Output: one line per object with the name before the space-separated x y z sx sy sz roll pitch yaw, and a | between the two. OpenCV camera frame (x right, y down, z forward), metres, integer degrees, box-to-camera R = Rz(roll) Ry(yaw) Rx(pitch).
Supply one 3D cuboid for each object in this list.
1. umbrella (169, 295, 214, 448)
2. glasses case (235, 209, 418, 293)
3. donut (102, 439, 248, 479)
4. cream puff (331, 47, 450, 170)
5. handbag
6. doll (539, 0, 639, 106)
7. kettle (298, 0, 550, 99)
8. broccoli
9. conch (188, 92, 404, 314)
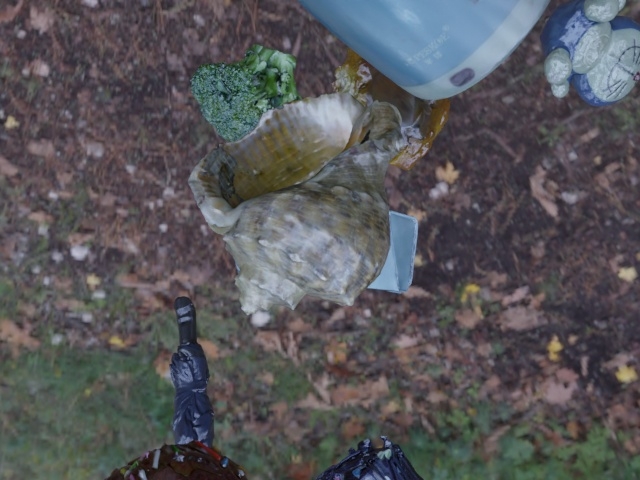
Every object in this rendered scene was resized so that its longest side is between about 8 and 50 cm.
umbrella | -0.184 0.199 1.472 0.070 0.248 0.071 -3 151 -2
glasses case | 0.000 0.000 1.264 0.266 0.056 0.105 5 111 40
donut | -0.132 0.299 0.916 0.096 0.230 0.216 -16 171 31
cream puff | 0.127 -0.247 1.846 0.241 0.155 0.269 29 76 -19
handbag | 0.101 0.413 1.485 0.162 0.260 0.113 -27 144 -19
doll | 0.541 -0.367 1.979 0.258 0.154 0.228 25 101 -33
kettle | 0.072 -0.349 1.009 0.342 0.247 0.319 32 140 -26
broccoli | -0.109 -0.218 1.518 0.195 0.195 0.156 16 103 -18
conch | -0.012 -0.037 0.738 0.155 0.207 0.130 31 160 -2
